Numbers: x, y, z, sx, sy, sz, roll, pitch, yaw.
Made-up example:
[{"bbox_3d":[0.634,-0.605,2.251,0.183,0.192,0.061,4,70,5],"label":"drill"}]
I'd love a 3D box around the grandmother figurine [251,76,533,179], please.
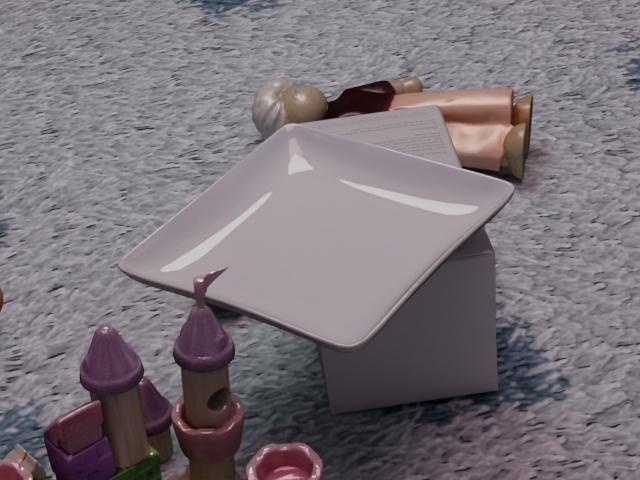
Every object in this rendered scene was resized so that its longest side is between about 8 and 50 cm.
[{"bbox_3d":[0.084,-0.148,1.992,0.342,0.104,0.208,6,26,10],"label":"grandmother figurine"}]

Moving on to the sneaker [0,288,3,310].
[{"bbox_3d":[-0.480,0.058,1.759,0.290,0.106,0.123,15,31,12],"label":"sneaker"}]

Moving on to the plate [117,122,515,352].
[{"bbox_3d":[0.000,0.000,1.516,0.278,0.045,0.277,17,42,33],"label":"plate"}]

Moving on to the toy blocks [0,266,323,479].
[{"bbox_3d":[-0.194,0.176,1.394,0.288,0.260,0.309,-27,40,-29],"label":"toy blocks"}]

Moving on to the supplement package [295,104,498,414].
[{"bbox_3d":[0.069,0.014,1.677,0.177,0.175,0.293,-8,34,-2],"label":"supplement package"}]
